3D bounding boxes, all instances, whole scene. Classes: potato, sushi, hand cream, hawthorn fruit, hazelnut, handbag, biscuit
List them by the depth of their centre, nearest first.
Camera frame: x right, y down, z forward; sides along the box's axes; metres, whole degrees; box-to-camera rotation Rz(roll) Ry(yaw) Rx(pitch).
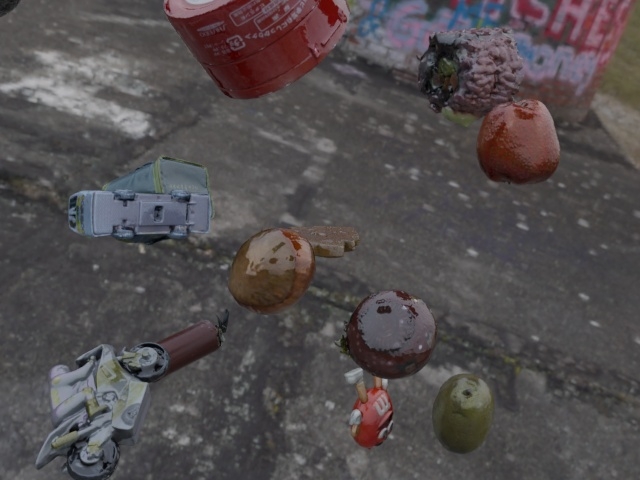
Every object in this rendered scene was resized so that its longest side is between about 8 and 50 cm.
[{"bbox_3d":[-0.087,-0.317,1.055,0.230,0.230,0.149,41,-8,47],"label":"hand cream"},{"bbox_3d":[0.310,-0.157,1.243,0.132,0.138,0.133,4,13,-1],"label":"hawthorn fruit"},{"bbox_3d":[-0.101,0.070,1.751,0.214,0.214,0.176,-3,48,-46],"label":"hazelnut"},{"bbox_3d":[0.347,-0.385,1.841,0.170,0.237,0.270,-3,17,-21],"label":"sushi"},{"bbox_3d":[0.357,0.423,1.939,0.159,0.251,0.174,-16,53,-10],"label":"potato"},{"bbox_3d":[0.000,0.001,2.114,0.278,0.043,0.301,14,16,41],"label":"biscuit"},{"bbox_3d":[-0.480,-0.114,2.335,0.241,0.222,0.263,-19,-14,30],"label":"handbag"}]

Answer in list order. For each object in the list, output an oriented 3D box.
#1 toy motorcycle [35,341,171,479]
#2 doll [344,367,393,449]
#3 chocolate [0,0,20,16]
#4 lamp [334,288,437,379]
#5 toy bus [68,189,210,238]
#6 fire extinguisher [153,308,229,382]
[{"bbox_3d":[-0.302,0.212,1.034,0.152,0.073,0.225,12,44,10],"label":"toy motorcycle"},{"bbox_3d":[0.111,0.377,1.741,0.085,0.217,0.183,7,15,34],"label":"doll"},{"bbox_3d":[-0.528,-0.450,1.308,0.110,0.110,0.248,-3,-15,-47],"label":"chocolate"},{"bbox_3d":[0.124,0.165,1.353,0.157,0.156,0.135,34,-9,25],"label":"lamp"},{"bbox_3d":[-0.398,-0.062,1.726,0.136,0.109,0.329,6,5,38],"label":"toy bus"},{"bbox_3d":[-0.349,0.275,2.076,0.269,0.105,0.105,-24,43,-36],"label":"fire extinguisher"}]
